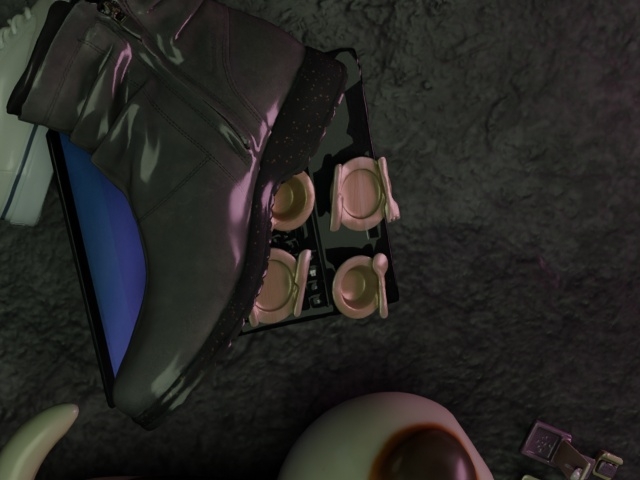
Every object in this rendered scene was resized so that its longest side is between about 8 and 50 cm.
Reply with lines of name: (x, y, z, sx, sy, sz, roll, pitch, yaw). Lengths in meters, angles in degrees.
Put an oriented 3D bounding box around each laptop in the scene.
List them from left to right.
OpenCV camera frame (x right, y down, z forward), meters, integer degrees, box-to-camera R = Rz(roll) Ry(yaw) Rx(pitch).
laptop: (-0.068, -0.017, 1.080, 0.264, 0.136, 0.234, -12, 104, -6)

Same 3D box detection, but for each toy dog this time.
toy dog: (-0.044, 0.277, 1.105, 0.408, 0.284, 0.395, -24, 86, -4)

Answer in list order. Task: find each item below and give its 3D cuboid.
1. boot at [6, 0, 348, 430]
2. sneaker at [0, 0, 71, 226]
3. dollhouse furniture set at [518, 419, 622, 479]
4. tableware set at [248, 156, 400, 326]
boot: (-0.139, -0.049, 0.966, 0.223, 0.118, 0.338, 29, 66, -19)
sneaker: (-0.237, -0.138, 1.051, 0.091, 0.094, 0.258, 16, 100, -16)
dollhouse furniture set: (0.223, 0.244, 1.206, 0.091, 0.081, 0.114, 24, 97, -12)
tableware set: (0.000, 0.000, 1.107, 0.169, 0.020, 0.141, -3, 97, -33)
